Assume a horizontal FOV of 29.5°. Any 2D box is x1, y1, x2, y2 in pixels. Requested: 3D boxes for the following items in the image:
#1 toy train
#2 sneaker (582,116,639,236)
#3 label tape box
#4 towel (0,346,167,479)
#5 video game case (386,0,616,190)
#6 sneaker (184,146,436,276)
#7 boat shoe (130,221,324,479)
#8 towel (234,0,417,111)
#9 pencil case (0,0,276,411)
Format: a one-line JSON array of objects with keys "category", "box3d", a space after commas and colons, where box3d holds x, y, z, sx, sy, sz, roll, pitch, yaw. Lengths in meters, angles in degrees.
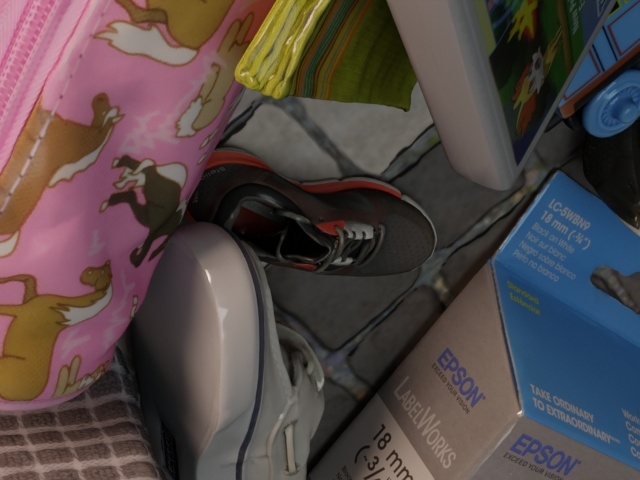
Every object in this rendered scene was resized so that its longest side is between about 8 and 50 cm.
[{"category": "toy train", "box3d": [0.168, -0.132, 0.621, 0.184, 0.080, 0.105, -38, 142, 2]}, {"category": "sneaker", "box3d": [0.314, -0.029, 0.728, 0.330, 0.147, 0.129, 7, 92, -5]}, {"category": "label tape box", "box3d": [0.142, 0.155, 0.785, 0.241, 0.106, 0.333, 28, 106, -36]}, {"category": "towel", "box3d": [-0.198, 0.126, 0.533, 0.284, 0.235, 0.121, -5, 116, -22]}, {"category": "video game case", "box3d": [0.103, -0.208, 0.426, 0.300, 0.036, 0.329, -60, 157, -11]}, {"category": "sneaker", "box3d": [0.000, 0.000, 0.647, 0.158, 0.065, 0.061, 11, 115, -30]}, {"category": "boat shoe", "box3d": [-0.040, 0.084, 0.651, 0.088, 0.096, 0.267, -23, 139, -24]}, {"category": "towel", "box3d": [0.033, -0.101, 0.523, 0.102, 0.021, 0.237, -56, 170, 12]}, {"category": "pencil case", "box3d": [-0.077, -0.113, 0.476, 0.167, 0.160, 0.386, 11, 118, -45]}]
